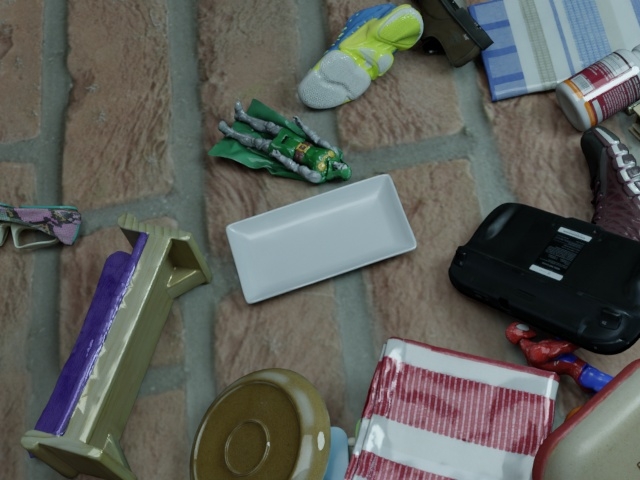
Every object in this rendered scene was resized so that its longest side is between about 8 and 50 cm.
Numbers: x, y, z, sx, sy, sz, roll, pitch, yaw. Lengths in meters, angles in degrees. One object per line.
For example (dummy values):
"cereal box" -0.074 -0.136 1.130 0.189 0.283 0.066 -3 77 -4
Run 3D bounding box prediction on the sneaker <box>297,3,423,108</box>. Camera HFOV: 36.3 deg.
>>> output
"sneaker" 0.059 -0.314 1.639 0.240 0.091 0.126 -33 31 3

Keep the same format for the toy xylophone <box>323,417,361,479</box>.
"toy xylophone" 0.130 0.323 1.265 0.323 0.081 0.236 -13 61 3

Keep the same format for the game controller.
"game controller" 0.322 0.042 1.333 0.166 0.067 0.319 -44 39 -18

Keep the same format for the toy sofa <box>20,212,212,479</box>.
"toy sofa" -0.304 0.151 1.395 0.177 0.150 0.362 12 64 14

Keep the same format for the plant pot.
"plant pot" -0.091 0.278 1.298 0.236 0.032 0.236 -20 54 30

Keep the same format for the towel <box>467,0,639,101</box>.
"towel" 0.401 -0.340 1.609 0.285 0.034 0.209 -12 62 5

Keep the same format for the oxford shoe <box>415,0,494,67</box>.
"oxford shoe" 0.190 -0.369 1.634 0.096 0.083 0.227 -44 46 15

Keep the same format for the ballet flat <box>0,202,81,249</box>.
"ballet flat" -0.493 -0.027 1.577 0.222 0.077 0.079 7 83 13

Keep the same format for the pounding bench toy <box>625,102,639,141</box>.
"pounding bench toy" 0.501 -0.193 1.492 0.052 0.065 0.083 -32 61 -8

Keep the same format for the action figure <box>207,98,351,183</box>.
"action figure" -0.050 -0.150 1.571 0.232 0.063 0.137 25 65 18

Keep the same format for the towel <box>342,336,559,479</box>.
"towel" 0.151 0.290 1.211 0.237 0.037 0.329 12 65 15

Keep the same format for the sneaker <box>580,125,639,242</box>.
"sneaker" 0.398 -0.034 1.405 0.163 0.106 0.281 -26 54 8

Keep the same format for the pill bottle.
"pill bottle" 0.449 -0.240 1.506 0.152 0.086 0.086 -30 61 1

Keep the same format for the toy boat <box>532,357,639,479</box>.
"toy boat" 0.350 0.243 1.187 0.231 0.151 0.151 -38 104 -14

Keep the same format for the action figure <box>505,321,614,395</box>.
"action figure" 0.388 0.162 1.305 0.280 0.091 0.139 29 76 22

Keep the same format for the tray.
"tray" 0.000 0.000 1.494 0.270 0.030 0.145 -18 59 0
